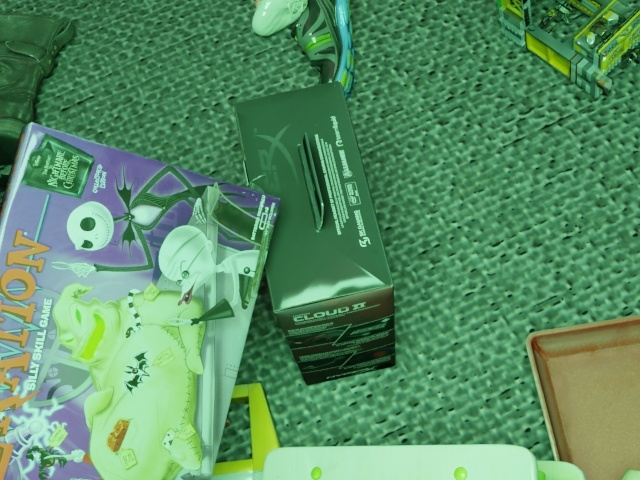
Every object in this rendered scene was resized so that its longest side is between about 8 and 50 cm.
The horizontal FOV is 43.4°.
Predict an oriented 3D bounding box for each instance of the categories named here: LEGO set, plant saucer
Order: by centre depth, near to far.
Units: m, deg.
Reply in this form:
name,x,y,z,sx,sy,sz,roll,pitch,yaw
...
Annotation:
name,x,y,z,sx,sy,sz,roll,pitch,yaw
plant saucer,0.362,0.203,0.818,0.259,0.047,0.258,-10,65,2
LEGO set,0.358,-0.331,0.940,0.331,0.255,0.192,-41,64,-10

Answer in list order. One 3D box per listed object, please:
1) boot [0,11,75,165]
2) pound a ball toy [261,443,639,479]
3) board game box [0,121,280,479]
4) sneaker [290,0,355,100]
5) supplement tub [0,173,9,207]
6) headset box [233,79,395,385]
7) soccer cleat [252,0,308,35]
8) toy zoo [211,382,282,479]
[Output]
name,x,y,z,sx,sy,sz,roll,pitch,yaw
boot,-0.471,-0.209,1.077,0.263,0.091,0.228,-1,61,2
pound a ball toy,0.128,0.267,0.732,0.319,0.208,0.135,-10,65,34
board game box,-0.168,0.106,0.618,0.208,0.056,0.346,15,86,-24
sneaker,0.003,-0.250,1.033,0.078,0.067,0.188,-4,82,11
supplement tub,-0.273,0.054,0.789,0.207,0.207,0.338,-50,34,-15
headset box,0.000,0.000,0.811,0.110,0.293,0.218,-13,65,0
soccer cleat,-0.010,-0.338,1.085,0.076,0.068,0.196,40,73,17
toy zoo,-0.153,0.260,0.858,0.294,0.030,0.192,-8,66,3
